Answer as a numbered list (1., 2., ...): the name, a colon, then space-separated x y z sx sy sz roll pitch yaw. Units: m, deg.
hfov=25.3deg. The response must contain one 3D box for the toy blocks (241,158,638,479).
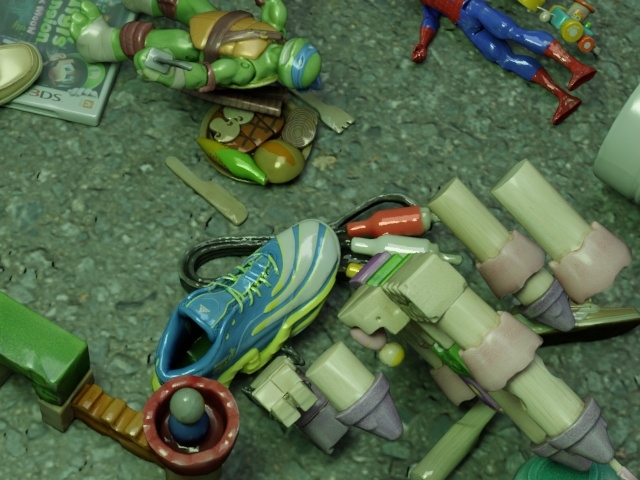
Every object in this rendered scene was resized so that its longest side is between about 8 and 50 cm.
1. toy blocks: 0.139 0.126 1.284 0.309 0.288 0.260 -45 96 -8

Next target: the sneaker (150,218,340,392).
1. sneaker: -0.070 0.066 1.359 0.091 0.126 0.240 38 80 13

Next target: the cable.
1. cable: 0.000 0.000 1.463 0.287 0.072 0.139 4 63 -3

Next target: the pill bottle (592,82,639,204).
1. pill bottle: 0.474 -0.039 1.453 0.361 0.204 0.204 35 62 16

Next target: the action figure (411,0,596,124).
1. action figure: 0.158 -0.231 1.605 0.139 0.091 0.280 -33 67 -32

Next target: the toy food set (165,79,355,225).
1. toy food set: -0.066 -0.116 1.549 0.132 0.038 0.192 38 63 17

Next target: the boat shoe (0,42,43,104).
1. boat shoe: -0.380 -0.169 1.522 0.170 0.059 0.063 -22 84 -1

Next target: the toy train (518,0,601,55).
1. toy train: 0.262 -0.279 1.637 0.166 0.046 0.125 39 19 12

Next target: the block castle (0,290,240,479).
1. block castle: -0.329 0.166 1.256 0.453 0.213 0.303 30 61 12

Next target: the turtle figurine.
1. turtle figurine: -0.135 -0.251 1.486 0.266 0.275 0.198 14 88 30

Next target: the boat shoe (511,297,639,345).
1. boat shoe: 0.260 0.077 1.453 0.135 0.050 0.045 -5 65 -8

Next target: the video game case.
1. video game case: -0.307 -0.225 1.605 0.173 0.022 0.190 13 59 2

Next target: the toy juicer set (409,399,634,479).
1. toy juicer set: 0.200 0.262 1.322 0.209 0.089 0.329 -29 40 -11
